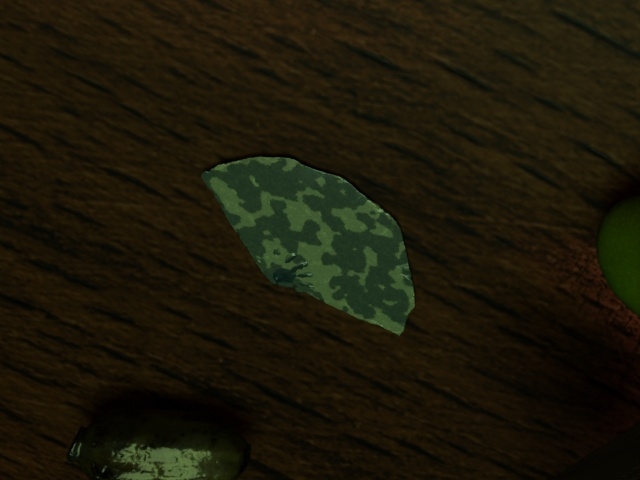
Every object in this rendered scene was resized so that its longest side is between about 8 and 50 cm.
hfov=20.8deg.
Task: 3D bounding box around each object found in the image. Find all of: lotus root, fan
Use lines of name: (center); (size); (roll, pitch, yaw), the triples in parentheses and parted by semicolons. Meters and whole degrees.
lotus root: (-0.155, 0.205, 1.679); (0.179, 0.080, 0.089); (2, 102, 3)
fan: (0.000, 0.000, 1.559); (0.240, 0.009, 0.131); (40, 120, -16)

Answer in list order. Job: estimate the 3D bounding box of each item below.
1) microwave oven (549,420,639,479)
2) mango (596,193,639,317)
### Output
microwave oven: (0.350, 0.345, 1.437); (0.247, 0.333, 0.394); (-21, 95, 59)
mango: (0.373, 0.014, 1.430); (0.293, 0.143, 0.175); (-3, 120, 23)
